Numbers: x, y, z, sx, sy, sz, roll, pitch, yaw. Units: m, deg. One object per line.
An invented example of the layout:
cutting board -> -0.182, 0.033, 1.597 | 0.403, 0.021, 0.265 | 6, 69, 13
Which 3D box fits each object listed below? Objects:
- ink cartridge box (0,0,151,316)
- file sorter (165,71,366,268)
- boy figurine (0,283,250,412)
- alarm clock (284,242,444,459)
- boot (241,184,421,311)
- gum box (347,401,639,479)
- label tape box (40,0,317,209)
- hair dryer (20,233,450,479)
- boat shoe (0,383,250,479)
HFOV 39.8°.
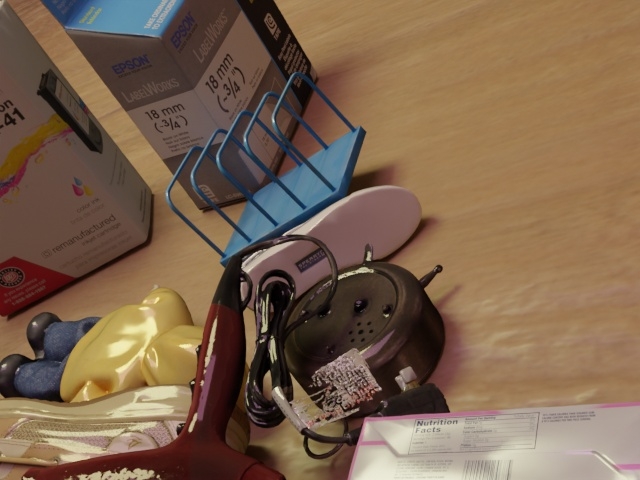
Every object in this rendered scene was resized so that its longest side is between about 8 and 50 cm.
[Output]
ink cartridge box -> -0.377, -0.088, 1.047 | 0.226, 0.306, 0.131 | -27, 34, 11
file sorter -> -0.058, -0.074, 0.903 | 0.170, 0.104, 0.118 | -29, 27, 33
boy figurine -> -0.176, 0.112, 0.828 | 0.285, 0.092, 0.177 | -5, 43, 35
alarm clock -> 0.026, 0.090, 0.716 | 0.129, 0.064, 0.192 | -8, 45, 33
boot -> 0.000, 0.000, 0.845 | 0.190, 0.069, 0.086 | -27, 14, -8
gum box -> 0.114, 0.155, 0.518 | 0.188, 0.107, 0.062 | -10, 41, 31
label tape box -> -0.150, -0.239, 1.018 | 0.106, 0.333, 0.240 | -11, 40, 30
hair dryer -> -0.075, 0.133, 0.640 | 0.294, 0.080, 0.223 | -28, 47, -16
boat shoe -> -0.224, 0.202, 0.728 | 0.341, 0.121, 0.110 | -15, 40, 22
